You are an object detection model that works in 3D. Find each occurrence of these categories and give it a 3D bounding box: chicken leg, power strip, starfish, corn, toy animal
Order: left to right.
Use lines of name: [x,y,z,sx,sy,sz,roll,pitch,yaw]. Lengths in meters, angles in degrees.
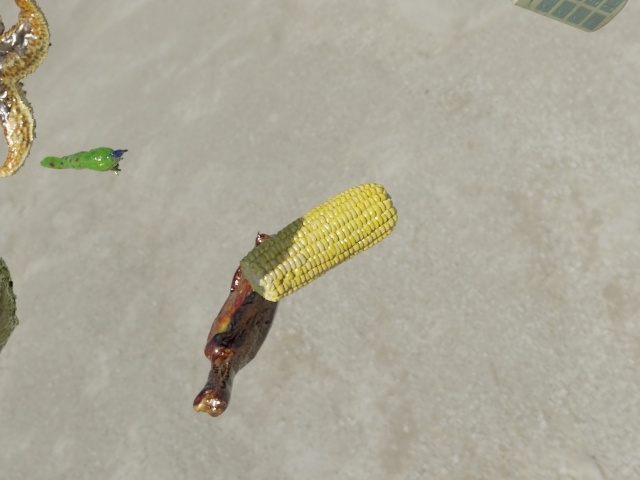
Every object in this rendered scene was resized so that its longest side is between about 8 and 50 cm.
starfish: [-0.388,-0.186,1.044,0.216,0.238,0.071,-26,-6,25]
toy animal: [-0.382,-0.132,1.528,0.217,0.075,0.041,0,86,42]
chicken leg: [-0.131,0.149,1.522,0.158,0.096,0.407,-59,8,43]
corn: [0.000,0.000,1.302,0.244,0.093,0.093,-29,16,-21]
power strip: [0.343,-0.342,1.262,0.080,0.226,0.029,-43,54,40]

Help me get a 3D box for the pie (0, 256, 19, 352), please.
pie: [-0.426,0.113,0.869,0.323,0.070,0.323,-41,-11,-9]
